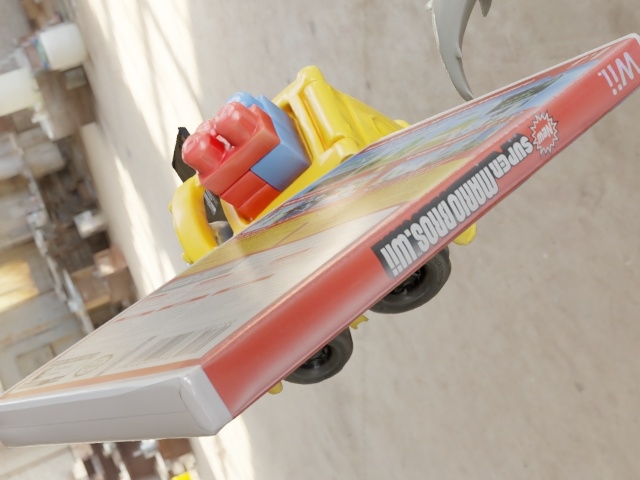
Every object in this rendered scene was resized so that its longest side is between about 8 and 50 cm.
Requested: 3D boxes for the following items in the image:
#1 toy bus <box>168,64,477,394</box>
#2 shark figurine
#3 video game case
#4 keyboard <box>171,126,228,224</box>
[{"bbox_3d":[-0.033,-0.016,0.756,0.211,0.220,0.149,30,-154,-41],"label":"toy bus"},{"bbox_3d":[0.174,-0.267,1.136,0.116,0.166,0.278,8,88,62],"label":"shark figurine"},{"bbox_3d":[0.000,0.000,0.473,0.204,0.285,0.025,-18,105,54],"label":"video game case"},{"bbox_3d":[-0.119,-0.061,1.258,0.192,0.038,0.100,54,146,25],"label":"keyboard"}]
